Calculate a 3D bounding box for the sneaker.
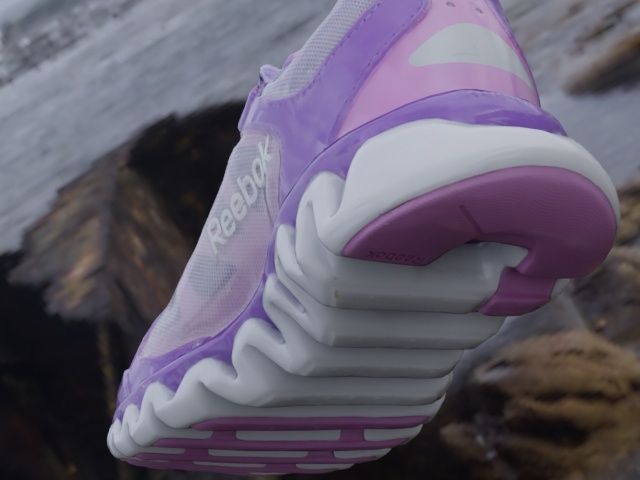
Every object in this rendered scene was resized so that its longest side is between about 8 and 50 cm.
[{"bbox_3d":[0.000,0.000,0.484,0.095,0.104,0.236,4,-30,-27],"label":"sneaker"}]
